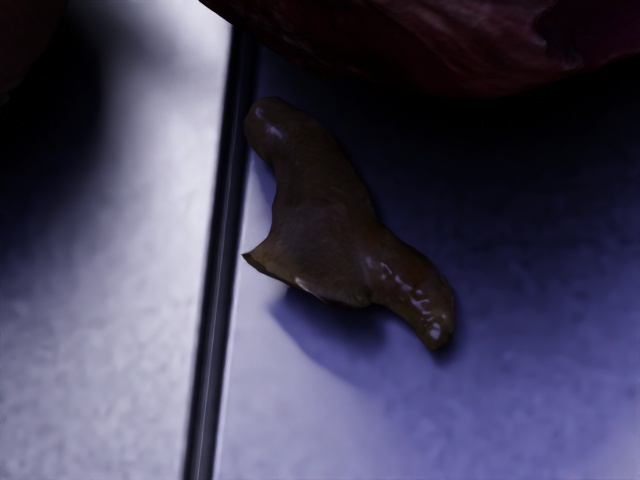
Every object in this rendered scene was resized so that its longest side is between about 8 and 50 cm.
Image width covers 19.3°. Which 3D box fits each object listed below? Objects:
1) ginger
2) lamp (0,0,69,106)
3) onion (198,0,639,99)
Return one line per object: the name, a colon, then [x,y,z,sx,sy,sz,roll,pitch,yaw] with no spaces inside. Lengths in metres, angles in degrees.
ginger: [0.000,0.001,0.571,0.048,0.030,0.097,-27,69,-30]
lamp: [-0.185,-0.090,0.564,0.258,0.180,0.180,-29,69,1]
onion: [0.014,-0.110,0.509,0.227,0.120,0.283,26,35,4]
